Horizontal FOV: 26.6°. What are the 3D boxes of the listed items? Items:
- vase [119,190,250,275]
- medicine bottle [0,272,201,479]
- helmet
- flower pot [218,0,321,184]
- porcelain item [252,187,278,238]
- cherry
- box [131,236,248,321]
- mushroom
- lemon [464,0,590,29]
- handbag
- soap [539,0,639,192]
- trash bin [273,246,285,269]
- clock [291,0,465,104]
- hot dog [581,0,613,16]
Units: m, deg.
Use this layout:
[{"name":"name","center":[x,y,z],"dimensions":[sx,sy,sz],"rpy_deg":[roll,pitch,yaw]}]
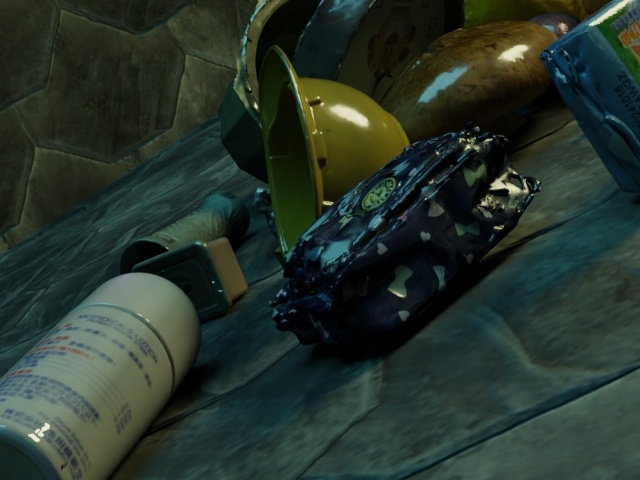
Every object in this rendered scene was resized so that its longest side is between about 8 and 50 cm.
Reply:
[{"name":"vase","center":[-0.170,0.004,1.778],"dimensions":[0.096,0.096,0.219],"rpy_deg":[-22,11,30]},{"name":"medicine bottle","center":[-0.212,0.137,1.235],"dimensions":[0.130,0.130,0.341],"rpy_deg":[-24,15,25]},{"name":"helmet","center":[0.026,-0.078,1.412],"dimensions":[0.140,0.257,0.205],"rpy_deg":[-5,-15,-13]},{"name":"flower pot","center":[-0.024,-0.203,1.916],"dimensions":[0.290,0.290,0.259],"rpy_deg":[-35,3,-26]},{"name":"porcelain item","center":[-0.054,-0.030,1.659],"dimensions":[0.036,0.083,0.028],"rpy_deg":[-36,11,-12]},{"name":"cherry","center":[0.274,-0.227,1.719],"dimensions":[0.107,0.090,0.225],"rpy_deg":[-26,-3,-16]},{"name":"box","center":[-0.147,0.048,1.561],"dimensions":[0.122,0.089,0.062],"rpy_deg":[-20,5,36]},{"name":"mushroom","center":[0.156,-0.159,1.558],"dimensions":[0.278,0.146,0.278],"rpy_deg":[-32,5,3]},{"name":"lemon","center":[0.261,-0.345,1.870],"dimensions":[0.233,0.234,0.288],"rpy_deg":[-35,10,-24]},{"name":"handbag","center":[0.069,-0.003,1.210],"dimensions":[0.260,0.113,0.162],"rpy_deg":[-43,10,-22]},{"name":"soap","center":[0.307,-0.156,1.178],"dimensions":[0.293,0.156,0.077],"rpy_deg":[-39,4,-37]},{"name":"trash bin","center":[0.000,0.000,1.512],"dimensions":[0.092,0.043,0.061],"rpy_deg":[-35,14,-21]},{"name":"clock","center":[0.071,-0.207,1.651],"dimensions":[0.061,0.313,0.312],"rpy_deg":[27,46,27]},{"name":"hot dog","center":[0.409,-0.299,1.555],"dimensions":[0.194,0.107,0.326],"rpy_deg":[6,-11,-28]}]
